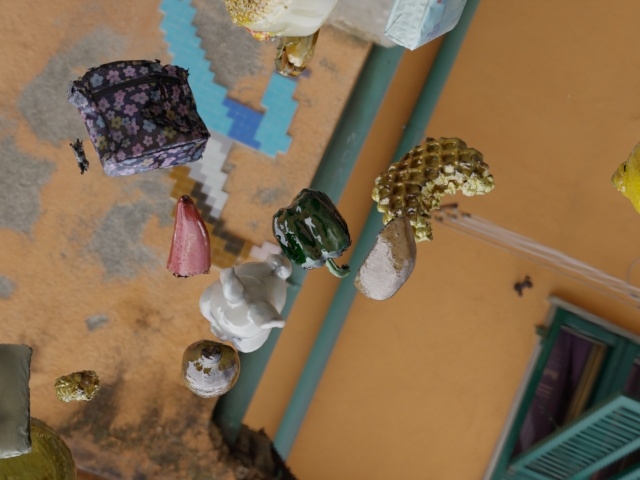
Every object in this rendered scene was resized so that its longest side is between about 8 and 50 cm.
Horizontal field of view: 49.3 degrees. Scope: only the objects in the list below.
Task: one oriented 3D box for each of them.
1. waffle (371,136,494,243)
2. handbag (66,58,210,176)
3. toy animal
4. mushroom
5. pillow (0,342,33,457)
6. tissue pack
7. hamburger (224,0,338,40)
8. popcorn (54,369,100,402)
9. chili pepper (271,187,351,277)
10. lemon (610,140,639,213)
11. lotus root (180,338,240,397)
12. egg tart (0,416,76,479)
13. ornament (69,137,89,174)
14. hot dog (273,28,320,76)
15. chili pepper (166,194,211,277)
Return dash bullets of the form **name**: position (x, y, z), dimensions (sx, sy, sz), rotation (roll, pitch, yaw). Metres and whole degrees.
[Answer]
- **waffle**: position (0.314, -0.150, 1.970), dimensions (0.261, 0.324, 0.151), rotation (50, 173, 40)
- **handbag**: position (-0.333, -0.230, 1.284), dimensions (0.228, 0.208, 0.127), rotation (-18, 167, -28)
- **toy animal**: position (-0.171, 0.140, 1.705), dimensions (0.196, 0.241, 0.367), rotation (40, -177, -2)
- **mushroom**: position (0.129, 0.048, 1.346), dimensions (0.094, 0.072, 0.210), rotation (38, 132, 8)
- **pillow**: position (-0.599, 0.292, 1.290), dimensions (0.128, 0.229, 0.051), rotation (11, 143, -34)
- **tissue pack**: position (0.231, -0.491, 1.383), dimensions (0.089, 0.177, 0.263), rotation (30, -146, 15)
- **hamburger**: position (-0.065, -0.478, 1.159), dimensions (0.179, 0.276, 0.294), rotation (7, 151, -29)
- **popcorn**: position (-0.452, 0.272, 1.299), dimensions (0.082, 0.057, 0.083), rotation (-3, 171, -24)
- **chili pepper**: position (0.000, 0.000, 1.753), dimensions (0.261, 0.174, 0.165), rotation (55, 167, -17)
- **lemon**: position (0.582, -0.103, 1.072), dimensions (0.256, 0.188, 0.188), rotation (-6, 156, 41)
- **lotus root**: position (-0.272, 0.313, 1.729), dimensions (0.145, 0.129, 0.260), rotation (4, 155, -8)
- **egg tart**: position (-0.623, 0.473, 1.399), dimensions (0.279, 0.095, 0.279), rotation (36, -155, -20)
- **ornament**: position (-0.527, -0.186, 1.531), dimensions (0.028, 0.073, 0.125), rotation (-19, -163, -13)
- **hot dog**: position (-0.035, -0.435, 1.347), dimensions (0.072, 0.270, 0.109), rotation (15, 163, -17)
- **chili pepper**: position (-0.252, -0.015, 1.324), dimensions (0.088, 0.169, 0.065), rotation (-13, -142, -23)
